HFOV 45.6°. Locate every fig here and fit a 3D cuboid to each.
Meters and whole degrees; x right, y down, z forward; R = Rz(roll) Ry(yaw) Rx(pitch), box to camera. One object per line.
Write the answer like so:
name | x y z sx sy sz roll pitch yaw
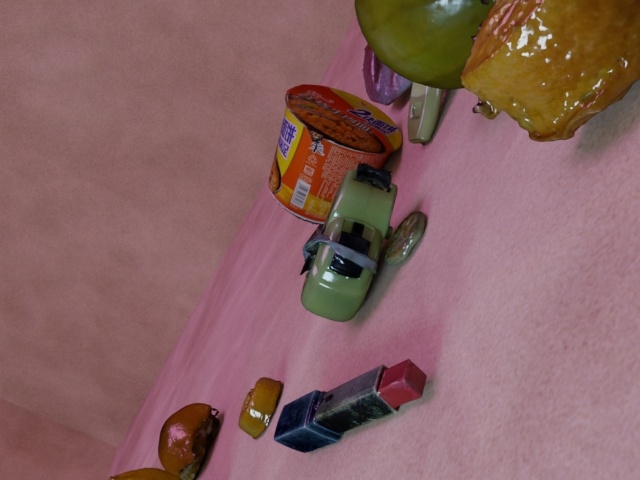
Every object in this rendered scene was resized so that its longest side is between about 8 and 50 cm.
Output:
fig | 0.171 -0.293 0.852 0.271 0.239 0.240 2 64 61

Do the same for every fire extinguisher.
fire extinguisher | 0.000 0.000 1.412 0.132 0.039 0.056 -53 6 42

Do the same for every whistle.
whistle | 0.160 -0.299 1.128 0.294 0.141 0.141 -67 12 -12

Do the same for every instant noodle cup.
instant noodle cup | 0.011 -0.139 1.300 0.213 0.213 0.174 -81 14 -57

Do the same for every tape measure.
tape measure | 0.028 0.020 1.043 0.200 0.106 0.175 117 173 -52

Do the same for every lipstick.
lipstick | 0.032 0.183 0.840 0.312 0.051 0.051 -42 23 56

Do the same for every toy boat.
toy boat | 0.177 -0.349 1.350 0.282 0.096 0.206 -14 56 59

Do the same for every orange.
orange | -0.277 0.410 1.567 0.160 0.112 0.170 -63 0 5

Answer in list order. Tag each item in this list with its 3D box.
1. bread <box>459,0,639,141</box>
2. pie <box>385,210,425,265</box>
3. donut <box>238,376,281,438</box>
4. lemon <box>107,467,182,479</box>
bread | 0.218 -0.199 0.619 0.229 0.143 0.139 -66 11 -5
pie | 0.109 -0.003 0.980 0.085 0.017 0.085 -58 12 20
donut | -0.104 0.274 1.251 0.108 0.043 0.097 122 169 -45
lemon | -0.275 0.458 1.217 0.178 0.203 0.178 -41 -1 -1
